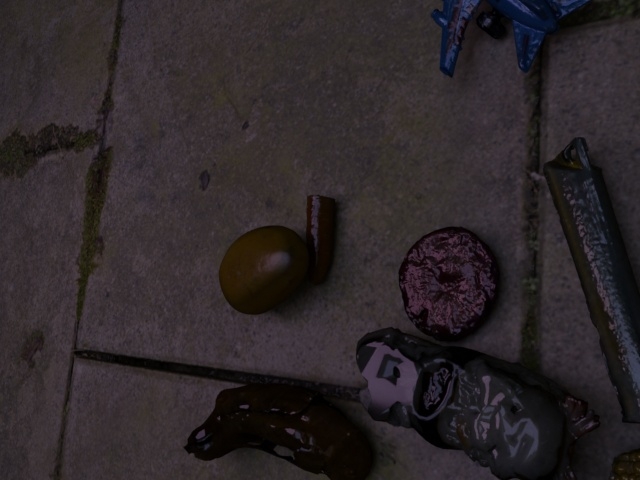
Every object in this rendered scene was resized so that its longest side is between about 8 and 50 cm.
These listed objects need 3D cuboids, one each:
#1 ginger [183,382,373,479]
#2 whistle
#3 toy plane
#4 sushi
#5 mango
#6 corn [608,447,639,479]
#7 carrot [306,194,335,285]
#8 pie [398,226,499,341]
[{"bbox_3d":[-0.066,0.276,0.924,0.309,0.107,0.133,1,98,37],"label":"ginger"},{"bbox_3d":[0.320,0.038,0.698,0.068,0.057,0.327,116,148,-68],"label":"whistle"},{"bbox_3d":[0.224,-0.347,0.826,0.254,0.105,0.271,-48,55,19],"label":"toy plane"},{"bbox_3d":[0.166,0.190,0.742,0.331,0.129,0.124,14,93,37],"label":"sushi"},{"bbox_3d":[-0.084,0.046,0.976,0.195,0.098,0.138,-13,68,48],"label":"mango"},{"bbox_3d":[0.376,0.241,0.540,0.288,0.086,0.087,169,108,-68],"label":"corn"},{"bbox_3d":[0.000,0.000,0.968,0.048,0.048,0.139,-4,81,37],"label":"carrot"},{"bbox_3d":[0.168,0.056,0.828,0.154,0.036,0.155,-9,75,36],"label":"pie"}]
